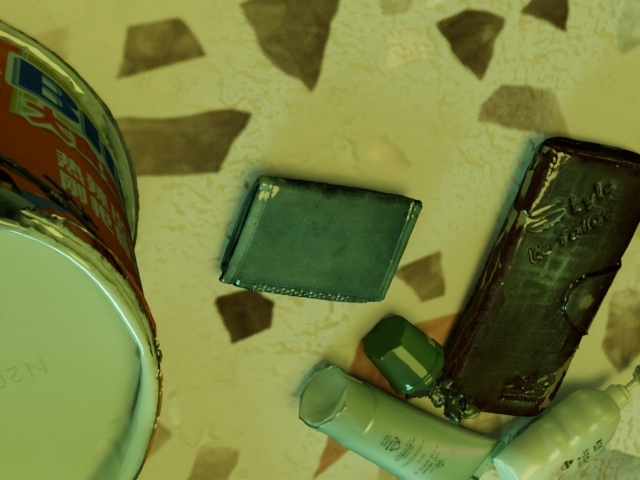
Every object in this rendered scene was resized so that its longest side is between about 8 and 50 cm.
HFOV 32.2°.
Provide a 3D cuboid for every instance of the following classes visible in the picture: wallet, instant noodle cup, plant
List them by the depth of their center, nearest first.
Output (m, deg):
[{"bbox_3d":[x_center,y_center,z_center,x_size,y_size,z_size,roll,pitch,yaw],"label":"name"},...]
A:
[{"bbox_3d":[-0.212,0.039,0.573,0.296,0.214,0.296,-10,119,-19],"label":"instant noodle cup"},{"bbox_3d":[0.000,0.000,0.760,0.129,0.026,0.088,7,117,-28],"label":"wallet"},{"bbox_3d":[0.079,0.101,0.832,0.051,0.051,0.102,-44,114,3],"label":"plant"},{"bbox_3d":[0.174,0.035,0.853,0.121,0.031,0.232,9,113,-28],"label":"wallet"}]

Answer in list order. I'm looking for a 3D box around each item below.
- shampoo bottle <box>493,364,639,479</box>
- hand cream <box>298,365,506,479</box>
[{"bbox_3d":[0.216,0.156,0.925,0.152,0.045,0.077,-38,144,-10],"label":"shampoo bottle"},{"bbox_3d":[0.067,0.156,0.862,0.205,0.050,0.078,34,93,-39],"label":"hand cream"}]
